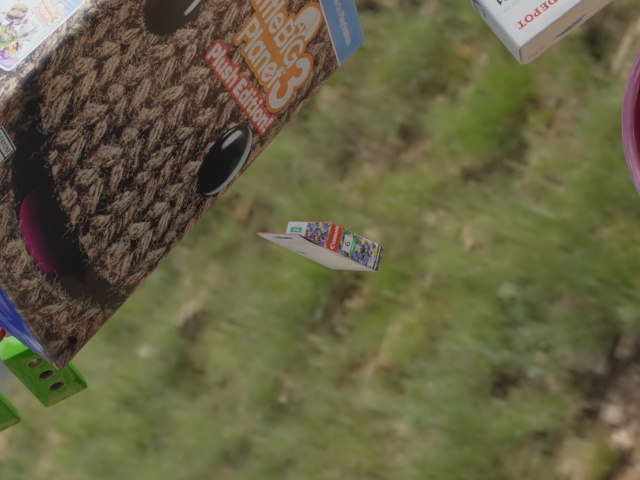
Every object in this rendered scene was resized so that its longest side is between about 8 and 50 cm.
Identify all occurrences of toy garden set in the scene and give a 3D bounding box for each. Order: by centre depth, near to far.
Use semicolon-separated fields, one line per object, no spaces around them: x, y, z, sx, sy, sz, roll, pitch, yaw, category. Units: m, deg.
-0.346;0.122;1.692;0.244;0.204;0.049;-26;60;1;toy garden set

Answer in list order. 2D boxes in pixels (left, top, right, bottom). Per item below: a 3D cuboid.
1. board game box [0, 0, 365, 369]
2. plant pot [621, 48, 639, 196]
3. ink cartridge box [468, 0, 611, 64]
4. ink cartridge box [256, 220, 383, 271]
-0.133;-0.113;1.154;0.141;0.232;0.291;34;73;26;board game box
0.317;-0.088;1.291;0.201;0.201;0.180;-58;-15;25;plant pot
0.212;-0.308;2.142;0.139;0.191;0.082;-38;-13;1;ink cartridge box
0.000;0.000;1.934;0.063;0.115;0.029;2;73;46;ink cartridge box
